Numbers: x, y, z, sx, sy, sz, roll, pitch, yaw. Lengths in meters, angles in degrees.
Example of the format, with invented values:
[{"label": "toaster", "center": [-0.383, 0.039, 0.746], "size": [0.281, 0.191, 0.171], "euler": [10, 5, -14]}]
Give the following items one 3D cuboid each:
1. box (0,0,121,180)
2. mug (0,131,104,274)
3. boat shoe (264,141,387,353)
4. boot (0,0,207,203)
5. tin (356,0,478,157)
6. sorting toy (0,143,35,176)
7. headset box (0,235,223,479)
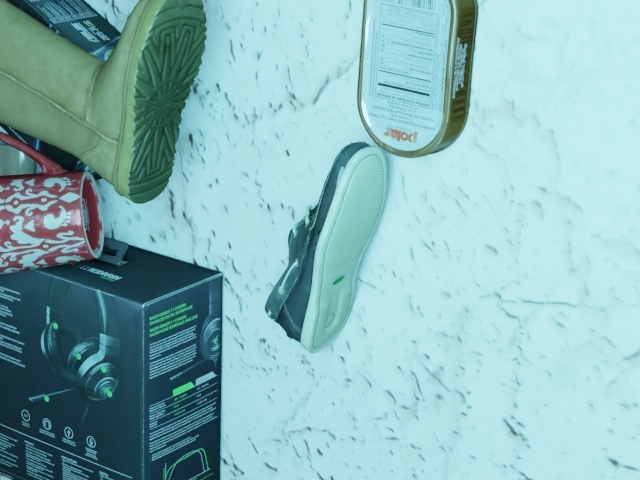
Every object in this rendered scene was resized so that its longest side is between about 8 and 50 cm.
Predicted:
[{"label": "box", "center": [-0.276, -0.170, 1.678], "size": [0.180, 0.077, 0.147], "euler": [43, 124, 19]}, {"label": "mug", "center": [-0.317, -0.032, 1.614], "size": [0.169, 0.113, 0.150], "euler": [-5, 120, 6]}, {"label": "boat shoe", "center": [0.000, 0.000, 1.517], "size": [0.079, 0.084, 0.233], "euler": [38, 130, 27]}, {"label": "boot", "center": [-0.251, -0.185, 1.552], "size": [0.269, 0.089, 0.236], "euler": [31, 119, 27]}, {"label": "tin", "center": [0.084, -0.167, 1.436], "size": [0.106, 0.040, 0.189], "euler": [18, 115, 36]}, {"label": "sorting toy", "center": [-0.403, -0.030, 1.833], "size": [0.196, 0.047, 0.347], "euler": [9, 101, 30]}, {"label": "headset box", "center": [-0.239, 0.135, 1.712], "size": [0.246, 0.131, 0.283], "euler": [14, 112, 34]}]
